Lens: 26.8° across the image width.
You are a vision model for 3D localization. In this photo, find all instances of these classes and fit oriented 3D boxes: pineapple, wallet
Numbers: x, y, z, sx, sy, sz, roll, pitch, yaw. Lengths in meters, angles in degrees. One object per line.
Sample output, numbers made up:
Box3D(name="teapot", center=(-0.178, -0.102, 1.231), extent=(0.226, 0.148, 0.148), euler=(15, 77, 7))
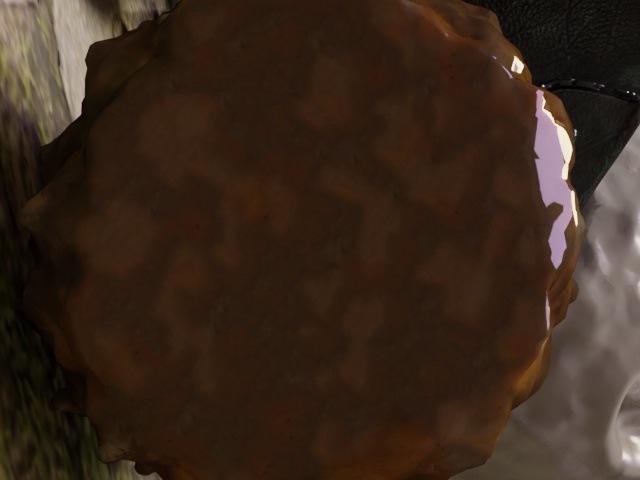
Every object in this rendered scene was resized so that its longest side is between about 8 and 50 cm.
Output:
Box3D(name="pineapple", center=(-0.012, 0.009, 0.493), extent=(0.340, 0.169, 0.169), euler=(140, -63, -85))
Box3D(name="wallet", center=(0.087, -0.085, 0.736), extent=(0.172, 0.318, 0.045), euler=(34, -4, -3))

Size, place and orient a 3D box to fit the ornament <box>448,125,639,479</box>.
Box3D(name="ornament", center=(0.131, 0.035, 0.910), extent=(0.337, 0.337, 0.337), euler=(-13, 90, -86))

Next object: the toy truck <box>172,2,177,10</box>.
Box3D(name="toy truck", center=(-0.050, -0.081, 0.714), extent=(0.154, 0.080, 0.078), euler=(-89, -173, -74))
